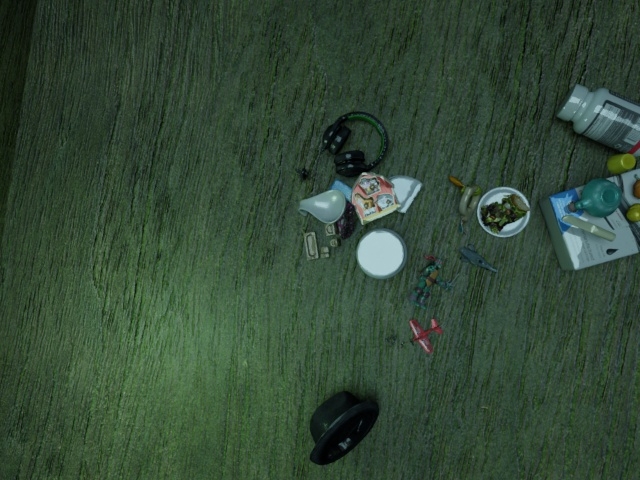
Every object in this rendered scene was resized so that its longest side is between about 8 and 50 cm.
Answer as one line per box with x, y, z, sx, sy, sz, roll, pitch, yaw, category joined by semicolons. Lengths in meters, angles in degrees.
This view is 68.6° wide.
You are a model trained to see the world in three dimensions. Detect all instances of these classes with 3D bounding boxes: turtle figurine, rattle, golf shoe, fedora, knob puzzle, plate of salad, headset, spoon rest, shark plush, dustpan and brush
0.439;0.154;1.844;0.175;0.118;0.234;28;97;-31;turtle figurine
0.542;-0.135;1.854;0.142;0.130;0.200;20;119;21;rattle
0.097;-0.091;1.912;0.067;0.186;0.086;-18;42;-24;golf shoe
0.067;0.716;1.849;0.334;0.334;0.152;-51;50;5;fedora
0.206;-0.184;1.870;0.212;0.030;0.214;-1;85;8;knob puzzle
0.715;-0.112;1.829;0.199;0.048;0.200;0;89;10;plate of salad
0.086;-0.361;1.933;0.393;0.185;0.244;-30;86;-7;headset
0.000;-0.133;1.867;0.276;0.084;0.138;1;78;51;spoon rest
0.611;0.083;1.833;0.073;0.067;0.161;-45;81;6;shark plush
0.289;-0.224;1.915;0.211;0.060;0.147;33;93;3;dustpan and brush

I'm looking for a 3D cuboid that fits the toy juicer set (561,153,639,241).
0.984;-0.119;1.597;0.209;0.089;0.329;43;87;-1;toy juicer set

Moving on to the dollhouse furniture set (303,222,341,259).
0.000;0.000;1.922;0.151;0.123;0.144;-9;87;10;dollhouse furniture set

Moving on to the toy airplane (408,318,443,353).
0.423;0.369;1.880;0.151;0.028;0.152;0;89;10;toy airplane

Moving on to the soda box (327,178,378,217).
0.135;-0.166;1.930;0.210;0.067;0.071;35;95;10;soda box

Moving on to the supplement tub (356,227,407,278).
0.238;0.050;1.800;0.190;0.272;0.192;0;88;11;supplement tub

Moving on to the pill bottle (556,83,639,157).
1.046;-0.446;1.712;0.318;0.176;0.177;29;94;10;pill bottle

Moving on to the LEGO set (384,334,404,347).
0.299;0.411;1.909;0.083;0.023;0.054;37;97;-4;LEGO set

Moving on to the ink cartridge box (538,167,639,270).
1.052;-0.082;1.704;0.394;0.166;0.286;-18;84;10;ink cartridge box
